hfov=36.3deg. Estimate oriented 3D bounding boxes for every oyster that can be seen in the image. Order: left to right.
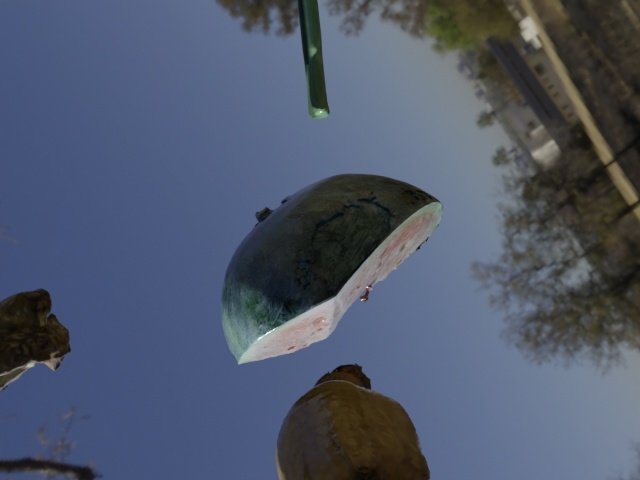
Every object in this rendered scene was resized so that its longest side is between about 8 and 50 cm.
[{"bbox_3d":[-0.436,0.170,1.097,0.337,0.133,0.197,-22,-88,-40],"label":"oyster"}]

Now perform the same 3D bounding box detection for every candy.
[{"bbox_3d":[-0.022,-0.322,0.874,0.119,0.119,0.439,13,-110,-68],"label":"candy"}]

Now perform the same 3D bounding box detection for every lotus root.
[{"bbox_3d":[0.033,0.227,0.968,0.146,0.130,0.303,24,-167,-14],"label":"lotus root"}]

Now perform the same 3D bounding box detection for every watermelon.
[{"bbox_3d":[-0.005,-0.004,1.190,0.175,0.322,0.188,40,156,14],"label":"watermelon"}]
